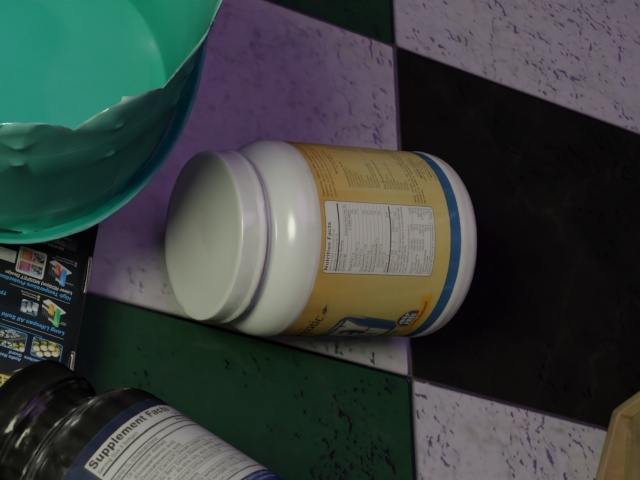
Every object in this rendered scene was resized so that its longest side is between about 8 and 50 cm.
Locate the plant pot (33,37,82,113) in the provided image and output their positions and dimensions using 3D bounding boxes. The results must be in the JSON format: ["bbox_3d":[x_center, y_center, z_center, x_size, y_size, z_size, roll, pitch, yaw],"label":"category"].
[{"bbox_3d":[-0.187,-0.097,1.087,0.109,0.096,0.109,5,56,-31],"label":"plant pot"}]

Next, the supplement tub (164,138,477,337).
[{"bbox_3d":[0.000,0.000,1.105,0.200,0.144,0.144,2,58,-31],"label":"supplement tub"}]

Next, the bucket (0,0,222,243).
[{"bbox_3d":[-0.201,-0.142,0.935,0.281,0.183,0.281,5,65,-10],"label":"bucket"}]

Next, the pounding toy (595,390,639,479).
[{"bbox_3d":[0.321,0.139,1.170,0.094,0.206,0.181,34,46,-9],"label":"pounding toy"}]

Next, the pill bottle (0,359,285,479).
[{"bbox_3d":[-0.097,0.162,0.858,0.219,0.122,0.123,29,42,21],"label":"pill bottle"}]

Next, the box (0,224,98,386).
[{"bbox_3d":[-0.265,0.032,0.975,0.220,0.051,0.175,19,50,-21],"label":"box"}]
